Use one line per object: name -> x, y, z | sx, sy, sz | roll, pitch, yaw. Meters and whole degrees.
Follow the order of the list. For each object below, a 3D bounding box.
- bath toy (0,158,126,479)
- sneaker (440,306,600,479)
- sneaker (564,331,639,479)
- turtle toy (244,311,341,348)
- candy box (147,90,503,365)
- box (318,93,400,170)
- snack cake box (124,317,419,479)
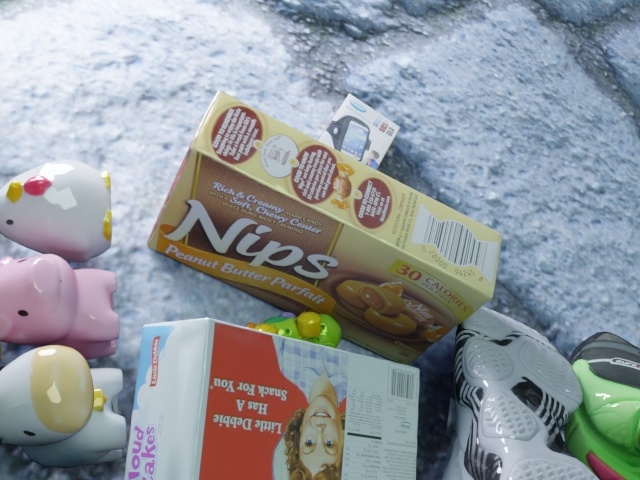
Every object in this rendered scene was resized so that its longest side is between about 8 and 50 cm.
bath toy -> -0.236, 0.075, 0.701 | 0.128, 0.151, 0.348 | -1, 58, -17
sneaker -> 0.153, 0.227, 0.791 | 0.137, 0.210, 0.366 | 24, 27, -11
sneaker -> 0.469, 0.237, 0.913 | 0.482, 0.185, 0.202 | 32, 34, -20
turtle toy -> -0.031, 0.110, 0.820 | 0.130, 0.095, 0.066 | -13, 24, -32
candy box -> 0.000, 0.000, 0.834 | 0.316, 0.183, 0.088 | 27, 52, -9
box -> 0.046, -0.127, 1.033 | 0.081, 0.028, 0.136 | 33, 54, -4
snack cake box -> -0.029, 0.166, 0.698 | 0.264, 0.089, 0.152 | 21, 67, -43
